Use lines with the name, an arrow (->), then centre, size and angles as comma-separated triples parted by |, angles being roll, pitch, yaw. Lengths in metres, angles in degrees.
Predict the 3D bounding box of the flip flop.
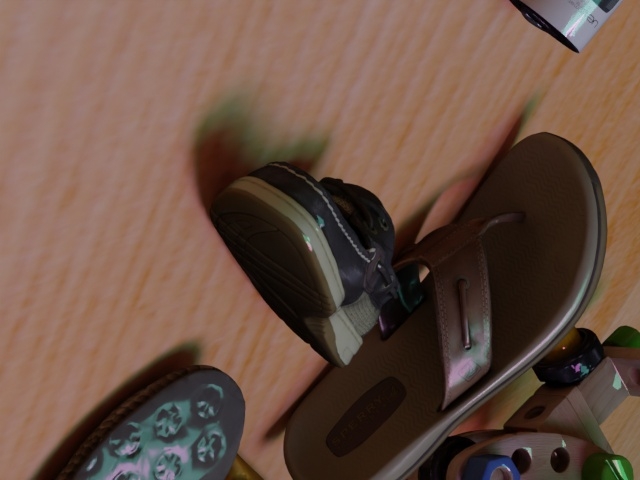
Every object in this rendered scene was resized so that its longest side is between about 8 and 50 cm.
flip flop -> 0.070, 0.049, 1.036 | 0.277, 0.112, 0.080 | -47, 142, 8

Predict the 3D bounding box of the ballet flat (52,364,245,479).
ballet flat -> -0.136, 0.165, 0.908 | 0.084, 0.058, 0.250 | 42, 83, -31

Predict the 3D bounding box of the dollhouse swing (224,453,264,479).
dollhouse swing -> -0.056, 0.371, 1.004 | 0.305, 0.347, 0.315 | -36, 155, -2

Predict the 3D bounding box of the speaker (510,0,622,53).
speaker -> 0.162, -0.169, 0.908 | 0.136, 0.055, 0.055 | -50, 156, 5

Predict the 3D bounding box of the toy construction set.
toy construction set -> 0.198, 0.207, 1.368 | 0.237, 0.257, 0.309 | -49, 180, -30

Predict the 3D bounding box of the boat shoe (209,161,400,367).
boat shoe -> 0.001, 0.001, 0.868 | 0.073, 0.080, 0.223 | -50, 162, -11
